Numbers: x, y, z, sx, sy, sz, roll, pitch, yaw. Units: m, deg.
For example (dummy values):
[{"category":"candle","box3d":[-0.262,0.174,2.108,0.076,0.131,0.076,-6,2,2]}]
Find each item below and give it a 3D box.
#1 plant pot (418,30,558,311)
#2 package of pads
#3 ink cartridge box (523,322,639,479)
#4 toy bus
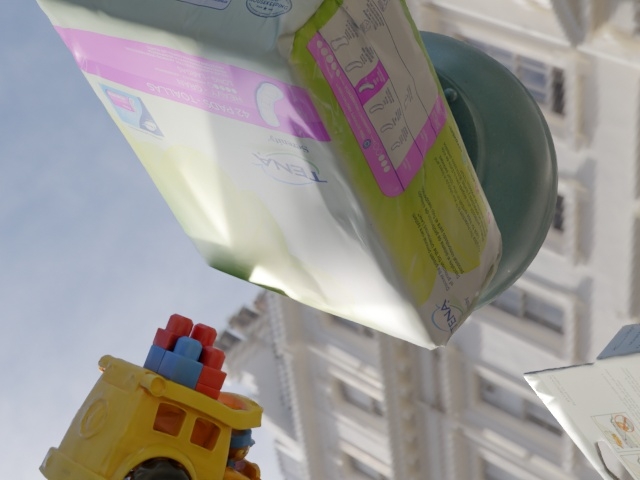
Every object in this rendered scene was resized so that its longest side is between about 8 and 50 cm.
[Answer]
[{"category":"plant pot","box3d":[0.073,-0.069,1.248,0.293,0.293,0.196,-65,-12,0]},{"category":"package of pads","box3d":[-0.022,-0.070,0.837,0.101,0.229,0.296,-54,-39,-22]},{"category":"ink cartridge box","box3d":[0.354,0.199,1.261,0.060,0.239,0.275,-43,-79,-26]},{"category":"toy bus","box3d":[-0.131,0.190,1.305,0.220,0.149,0.211,30,-102,-34]}]
